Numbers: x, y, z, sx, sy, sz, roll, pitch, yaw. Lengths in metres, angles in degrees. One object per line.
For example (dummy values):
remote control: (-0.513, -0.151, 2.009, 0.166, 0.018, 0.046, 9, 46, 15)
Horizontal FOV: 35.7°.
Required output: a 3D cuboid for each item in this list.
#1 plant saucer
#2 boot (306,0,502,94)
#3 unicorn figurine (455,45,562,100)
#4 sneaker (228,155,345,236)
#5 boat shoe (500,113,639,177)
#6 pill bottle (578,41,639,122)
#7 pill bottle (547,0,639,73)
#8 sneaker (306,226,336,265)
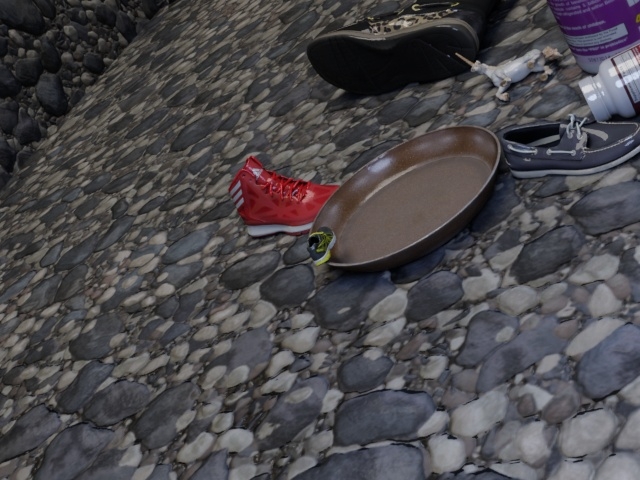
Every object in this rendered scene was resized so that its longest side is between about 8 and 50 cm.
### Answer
plant saucer: (0.126, -0.053, 1.432, 0.310, 0.050, 0.310, -27, 25, 14)
boot: (0.181, -0.423, 1.911, 0.377, 0.138, 0.284, -2, 41, 43)
unicorn figurine: (0.307, -0.273, 1.604, 0.162, 0.060, 0.111, -11, 29, 10)
sneaker: (-0.066, -0.079, 1.613, 0.221, 0.128, 0.087, -15, 31, 36)
boat shoe: (0.327, -0.130, 1.304, 0.206, 0.065, 0.075, -7, 36, 44)
pill bottle: (0.425, -0.216, 1.314, 0.152, 0.086, 0.086, -26, 26, 18)
pill bottle: (0.393, -0.406, 1.431, 0.169, 0.301, 0.169, -27, 26, 15)
sneaker: (0.000, 0.000, 1.394, 0.031, 0.035, 0.083, -25, 27, 19)
